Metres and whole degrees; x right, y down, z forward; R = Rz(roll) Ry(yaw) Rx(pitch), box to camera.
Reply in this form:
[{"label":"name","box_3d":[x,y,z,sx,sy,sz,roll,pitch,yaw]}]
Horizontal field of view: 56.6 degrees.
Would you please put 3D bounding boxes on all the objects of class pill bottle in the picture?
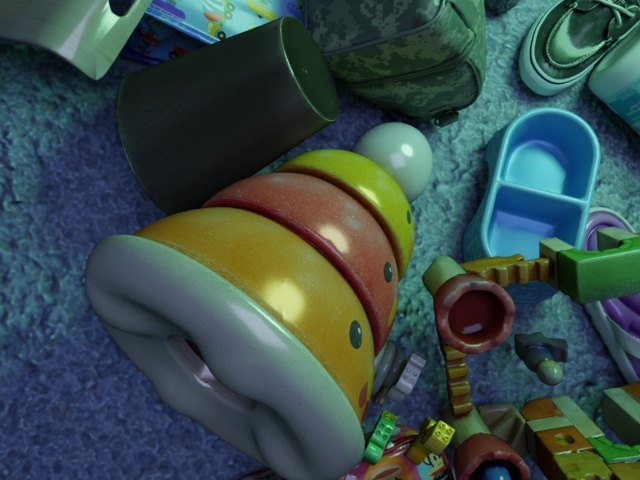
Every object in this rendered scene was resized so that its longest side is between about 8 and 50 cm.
[{"label":"pill bottle","box_3d":[0.566,-0.212,0.929,0.264,0.146,0.146,41,75,-3]}]

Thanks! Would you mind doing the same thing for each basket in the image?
[{"label":"basket","box_3d":[-0.106,-0.159,0.715,0.226,0.154,0.204,-21,76,24]}]

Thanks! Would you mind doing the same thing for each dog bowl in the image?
[{"label":"dog bowl","box_3d":[0.311,-0.059,0.863,0.165,0.074,0.297,16,77,9]}]

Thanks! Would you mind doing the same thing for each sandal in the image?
[{"label":"sandal","box_3d":[0.509,0.131,0.881,0.169,0.102,0.416,-39,89,-15]}]

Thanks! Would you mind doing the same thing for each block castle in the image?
[{"label":"block castle","box_3d":[0.363,0.146,0.714,0.453,0.213,0.303,-9,105,-2]}]

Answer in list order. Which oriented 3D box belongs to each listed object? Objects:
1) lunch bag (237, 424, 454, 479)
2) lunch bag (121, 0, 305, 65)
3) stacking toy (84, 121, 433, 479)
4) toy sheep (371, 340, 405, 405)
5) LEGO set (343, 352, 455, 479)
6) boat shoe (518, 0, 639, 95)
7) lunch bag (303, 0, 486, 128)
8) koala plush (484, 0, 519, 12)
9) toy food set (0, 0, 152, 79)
[{"label":"lunch bag","box_3d":[0.039,0.391,0.735,0.293,0.120,0.258,-16,89,-15]},{"label":"lunch bag","box_3d":[-0.097,-0.330,0.826,0.293,0.138,0.221,17,75,-19]},{"label":"stacking toy","box_3d":[0.000,0.000,0.724,0.350,0.350,0.480,41,60,-3]},{"label":"toy sheep","box_3d":[0.063,0.164,0.790,0.132,0.091,0.091,27,76,-1]},{"label":"LEGO set","box_3d":[0.094,0.232,0.665,0.087,0.093,0.227,31,60,7]},{"label":"boat shoe","box_3d":[0.443,-0.369,0.943,0.121,0.119,0.335,44,75,-2]},{"label":"lunch bag","box_3d":[0.125,-0.335,0.814,0.256,0.212,0.305,16,71,-53]},{"label":"koala plush","box_3d":[0.319,-0.504,0.886,0.196,0.221,0.203,-36,89,-15]},{"label":"toy food set","box_3d":[-0.316,-0.307,0.718,0.306,0.092,0.220,19,74,29]}]
